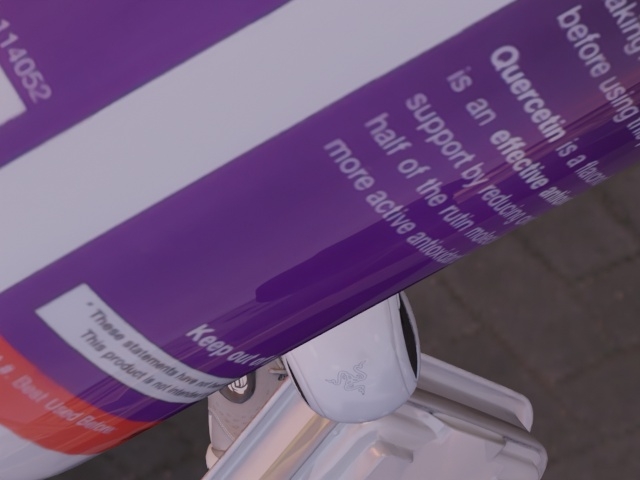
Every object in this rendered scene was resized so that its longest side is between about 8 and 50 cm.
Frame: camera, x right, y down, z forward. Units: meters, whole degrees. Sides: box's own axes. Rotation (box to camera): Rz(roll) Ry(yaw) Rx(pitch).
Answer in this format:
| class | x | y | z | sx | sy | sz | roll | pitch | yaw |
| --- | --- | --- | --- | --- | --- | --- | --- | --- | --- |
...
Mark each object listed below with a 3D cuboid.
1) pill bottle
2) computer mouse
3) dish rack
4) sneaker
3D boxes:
| class | x | y | z | sx | sy | sz | roll | pitch | yaw |
| --- | --- | --- | --- | --- | --- | --- | --- | --- | --- |
| pill bottle | 0.017 | -0.091 | 0.425 | 0.323 | 0.181 | 0.181 | -29 | 123 | 13 |
| computer mouse | 0.000 | 0.000 | 0.929 | 0.106 | 0.042 | 0.193 | -17 | 101 | 6 |
| dish rack | 0.002 | 0.226 | 1.326 | 0.333 | 0.072 | 0.285 | -51 | 142 | 11 |
| sneaker | -0.002 | 0.132 | 1.699 | 0.229 | 0.086 | 0.132 | -7 | 91 | 21 |
